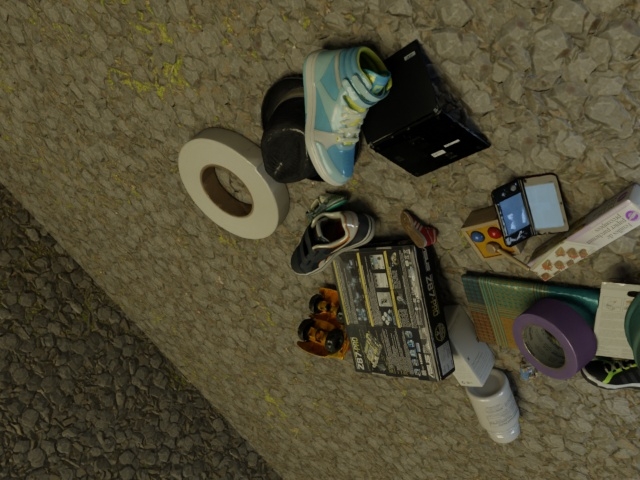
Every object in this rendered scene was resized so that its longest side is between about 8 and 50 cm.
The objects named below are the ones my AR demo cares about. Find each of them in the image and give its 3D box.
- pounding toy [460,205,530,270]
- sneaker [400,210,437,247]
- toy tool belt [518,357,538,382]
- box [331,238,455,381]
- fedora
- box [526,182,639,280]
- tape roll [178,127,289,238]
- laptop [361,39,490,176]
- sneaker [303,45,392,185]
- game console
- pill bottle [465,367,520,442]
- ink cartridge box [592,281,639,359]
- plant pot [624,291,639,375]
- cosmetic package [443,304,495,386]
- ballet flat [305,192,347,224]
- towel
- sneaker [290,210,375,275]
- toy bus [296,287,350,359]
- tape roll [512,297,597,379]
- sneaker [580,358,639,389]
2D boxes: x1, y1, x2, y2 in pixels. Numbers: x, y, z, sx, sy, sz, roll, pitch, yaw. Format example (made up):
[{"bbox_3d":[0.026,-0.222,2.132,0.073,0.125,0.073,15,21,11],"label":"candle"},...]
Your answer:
[{"bbox_3d":[0.431,-0.001,1.520,0.130,0.100,0.141,-17,117,49],"label":"pounding toy"},{"bbox_3d":[0.265,-0.034,1.688,0.118,0.067,0.042,61,144,26],"label":"sneaker"},{"bbox_3d":[0.600,0.384,1.831,0.052,0.051,0.083,8,134,36],"label":"toy tool belt"},{"bbox_3d":[0.200,0.199,1.821,0.318,0.097,0.394,-6,100,43],"label":"box"},{"bbox_3d":[-0.061,-0.252,1.637,0.334,0.152,0.333,24,141,21],"label":"fedora"},{"bbox_3d":[0.590,-0.010,1.402,0.063,0.067,0.324,39,145,0],"label":"box"},{"bbox_3d":[-0.274,-0.172,1.981,0.392,0.072,0.391,24,142,21],"label":"tape roll"},{"bbox_3d":[0.224,-0.291,1.464,0.265,0.136,0.234,27,152,-29],"label":"laptop"},{"bbox_3d":[0.071,-0.285,1.424,0.208,0.127,0.318,0,102,43],"label":"sneaker"},{"bbox_3d":[0.468,-0.065,1.412,0.085,0.124,0.143,19,131,67],"label":"game console"},{"bbox_3d":[0.543,0.517,1.957,0.131,0.131,0.229,2,130,40],"label":"pill bottle"},{"bbox_3d":[0.738,0.180,1.460,0.189,0.066,0.232,4,123,20],"label":"ink cartridge box"},{"bbox_3d":[0.795,0.291,1.260,0.342,0.334,0.341,13,131,16],"label":"plant pot"},{"bbox_3d":[0.414,0.310,1.861,0.086,0.117,0.231,-11,122,47],"label":"cosmetic package"},{"bbox_3d":[0.010,-0.100,1.822,0.070,0.070,0.188,44,140,-6],"label":"ballet flat"},{"bbox_3d":[0.574,0.208,1.678,0.370,0.040,0.271,8,134,37],"label":"towel"},{"bbox_3d":[0.000,0.000,1.814,0.128,0.126,0.321,15,143,-42],"label":"sneaker"},{"bbox_3d":[0.053,0.292,2.129,0.150,0.220,0.211,16,171,38],"label":"toy bus"},{"bbox_3d":[0.575,0.243,1.560,0.189,0.080,0.188,43,151,31],"label":"tape roll"},{"bbox_3d":[0.765,0.310,1.558,0.235,0.084,0.097,4,123,1],"label":"sneaker"}]
